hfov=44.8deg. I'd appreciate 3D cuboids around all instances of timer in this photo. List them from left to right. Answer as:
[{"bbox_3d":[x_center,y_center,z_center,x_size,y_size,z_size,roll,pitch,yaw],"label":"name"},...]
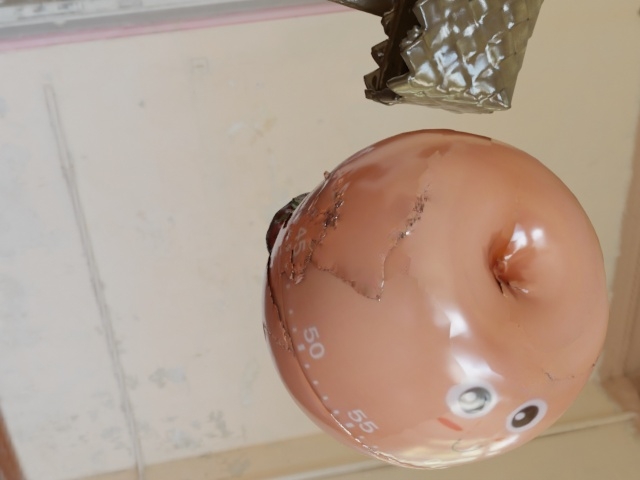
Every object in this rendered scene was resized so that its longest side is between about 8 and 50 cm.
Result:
[{"bbox_3d":[0.076,0.042,0.547,0.215,0.230,0.229,-40,-124,53],"label":"timer"}]

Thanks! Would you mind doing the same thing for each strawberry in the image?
[{"bbox_3d":[0.000,0.000,0.775,0.106,0.106,0.106,171,-90,-83],"label":"strawberry"}]

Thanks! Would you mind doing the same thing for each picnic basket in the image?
[{"bbox_3d":[0.125,-0.323,1.042,0.254,0.321,0.291,-132,-121,-77],"label":"picnic basket"}]
